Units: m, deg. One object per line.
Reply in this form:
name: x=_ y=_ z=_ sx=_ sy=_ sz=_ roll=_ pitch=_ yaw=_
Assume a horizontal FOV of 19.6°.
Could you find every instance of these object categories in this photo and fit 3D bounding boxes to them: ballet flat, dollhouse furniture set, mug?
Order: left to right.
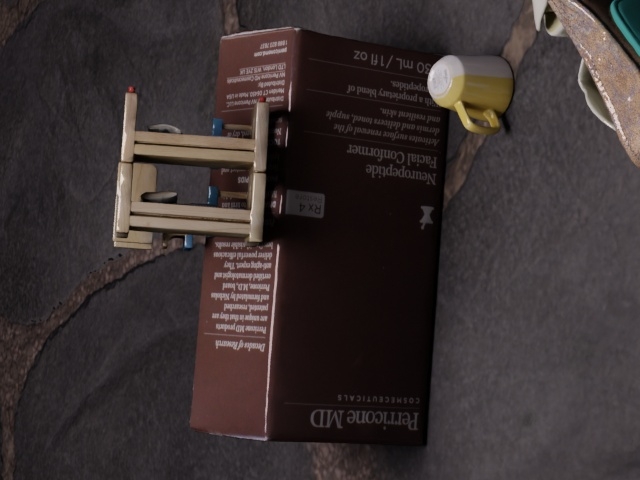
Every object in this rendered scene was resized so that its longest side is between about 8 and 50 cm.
dollhouse furniture set: x=-0.121 y=-0.060 z=1.698 sx=0.183 sy=0.129 sz=0.129 roll=146 pitch=128 yaw=-82
mug: x=0.137 y=-0.140 z=1.692 sx=0.078 sy=0.064 sz=0.062 roll=42 pitch=118 yaw=48
ballet flat: x=0.231 y=-0.185 z=1.543 sx=0.106 sy=0.107 sz=0.316 roll=117 pitch=142 yaw=-47

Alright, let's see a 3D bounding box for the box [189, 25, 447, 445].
box: x=0.000 y=0.000 z=1.754 sx=0.143 sy=0.191 sz=0.381 roll=3 pitch=88 yaw=54
